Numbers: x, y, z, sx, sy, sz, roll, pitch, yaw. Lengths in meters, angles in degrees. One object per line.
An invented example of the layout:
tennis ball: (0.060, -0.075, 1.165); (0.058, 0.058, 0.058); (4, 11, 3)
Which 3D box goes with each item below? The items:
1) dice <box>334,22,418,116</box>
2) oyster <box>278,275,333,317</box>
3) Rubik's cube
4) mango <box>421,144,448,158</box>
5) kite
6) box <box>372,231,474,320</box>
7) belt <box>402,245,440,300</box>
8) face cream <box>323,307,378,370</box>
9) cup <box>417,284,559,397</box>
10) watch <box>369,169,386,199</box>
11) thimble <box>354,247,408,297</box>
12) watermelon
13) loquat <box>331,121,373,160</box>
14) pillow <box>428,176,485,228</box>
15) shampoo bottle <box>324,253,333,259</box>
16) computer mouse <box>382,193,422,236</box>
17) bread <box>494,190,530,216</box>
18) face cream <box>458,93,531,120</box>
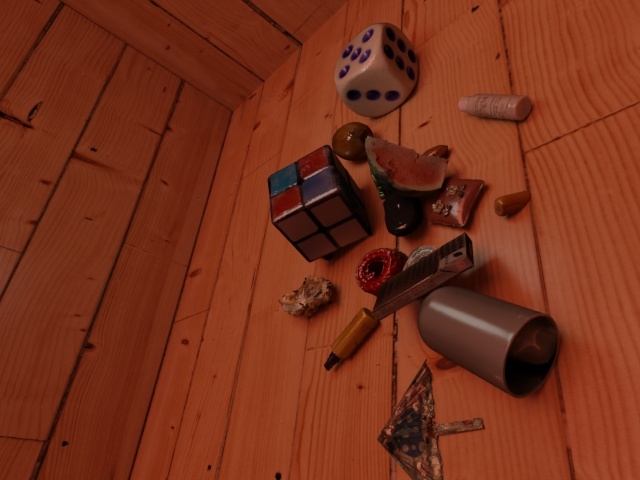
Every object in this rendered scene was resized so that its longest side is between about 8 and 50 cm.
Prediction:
dice: (0.257, -0.786, 1.964); (0.304, 0.277, 0.303); (-21, 49, 47)
oyster: (-0.051, 0.252, 1.821); (0.201, 0.107, 0.355); (-51, 17, -19)
Rubik's cube: (-0.007, -0.148, 1.769); (0.314, 0.316, 0.318); (-26, 44, 16)
mango: (0.424, -0.318, 1.595); (0.127, 0.063, 0.077); (-31, 37, 39)
kite: (0.296, 0.543, 1.204); (0.369, 0.014, 0.405); (-32, 44, 39)
box: (0.305, 0.107, 1.260); (0.325, 0.047, 0.180); (-38, 7, 27)
belt: (0.347, 0.100, 1.388); (0.163, 0.082, 0.147); (-38, 51, 28)
face cream: (0.100, 0.368, 1.535); (0.273, 0.078, 0.078); (-53, 34, 14)
cup: (0.413, 0.239, 1.092); (0.312, 0.206, 0.205); (20, 84, 59)
watch: (0.285, -0.265, 1.702); (0.152, 0.165, 0.131); (-21, 46, 14)
thimble: (0.224, 0.119, 1.502); (0.190, 0.125, 0.162); (-31, 46, 39)
watermelon: (0.284, -0.255, 1.506); (0.224, 0.306, 0.180); (-46, -23, -76)
loquat: (0.146, -0.462, 1.975); (0.228, 0.179, 0.179); (5, 71, 57)
pillow: (0.448, -0.133, 1.419); (0.171, 0.075, 0.179); (18, 81, 57)
shampoo bottle: (0.000, 0.000, 1.929); (0.127, 0.078, 0.256); (-43, 37, 14)
computer mouse: (0.310, -0.092, 1.565); (0.138, 0.086, 0.269); (-29, 29, 23)
bread: (0.575, -0.108, 1.263); (0.049, 0.103, 0.062); (-126, 24, -65)
face cream: (0.589, -0.465, 1.459); (0.081, 0.082, 0.269); (-60, 34, 4)
